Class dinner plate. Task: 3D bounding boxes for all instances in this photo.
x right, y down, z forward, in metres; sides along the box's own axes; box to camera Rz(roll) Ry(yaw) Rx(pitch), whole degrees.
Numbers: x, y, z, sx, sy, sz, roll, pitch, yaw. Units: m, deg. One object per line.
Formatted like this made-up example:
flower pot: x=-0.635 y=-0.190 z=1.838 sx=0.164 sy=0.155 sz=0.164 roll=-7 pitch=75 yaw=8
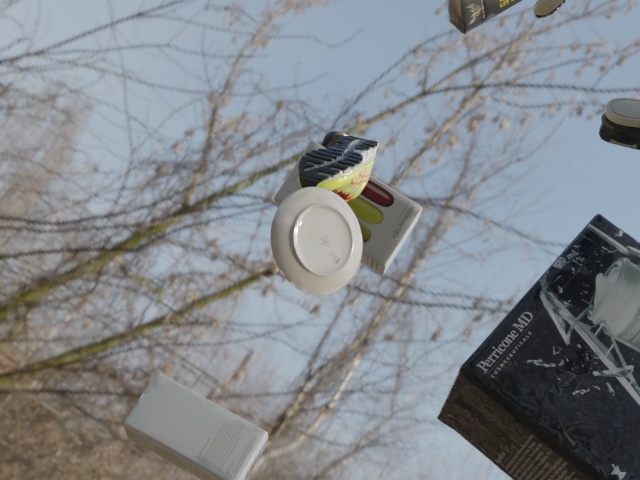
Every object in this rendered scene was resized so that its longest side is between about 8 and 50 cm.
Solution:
dinner plate: x=0.000 y=0.000 z=1.176 sx=0.141 sy=0.141 sz=0.017 roll=42 pitch=-26 yaw=-23

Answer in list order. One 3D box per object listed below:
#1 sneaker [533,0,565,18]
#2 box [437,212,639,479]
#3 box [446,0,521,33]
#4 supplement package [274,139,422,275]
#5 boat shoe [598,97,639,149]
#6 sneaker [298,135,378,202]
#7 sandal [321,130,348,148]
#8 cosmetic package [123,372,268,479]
sneaker: x=0.300 y=-0.362 z=1.160 sx=0.075 sy=0.161 sz=0.057 roll=31 pitch=10 yaw=-4
box: x=0.575 y=0.294 z=1.822 sx=0.472 sy=0.480 sz=0.297 roll=38 pitch=-25 yaw=19
box: x=0.311 y=-0.516 z=1.679 sx=0.056 sy=0.183 sz=0.231 roll=53 pitch=-10 yaw=37
supplement package: x=0.053 y=-0.059 z=1.745 sx=0.244 sy=0.139 sz=0.134 roll=31 pitch=-7 yaw=7
boat shoe: x=0.614 y=-0.179 z=1.591 sx=0.254 sy=0.095 sz=0.079 roll=11 pitch=-43 yaw=9
sneaker: x=0.030 y=-0.093 z=1.393 sx=0.081 sy=0.208 sz=0.094 roll=18 pitch=-65 yaw=24
sandal: x=0.054 y=-0.105 z=1.939 sx=0.097 sy=0.254 sz=0.054 roll=-9 pitch=6 yaw=-38
cosmetic package: x=-0.221 y=0.346 z=1.638 sx=0.231 sy=0.117 sz=0.085 roll=27 pitch=-29 yaw=10
